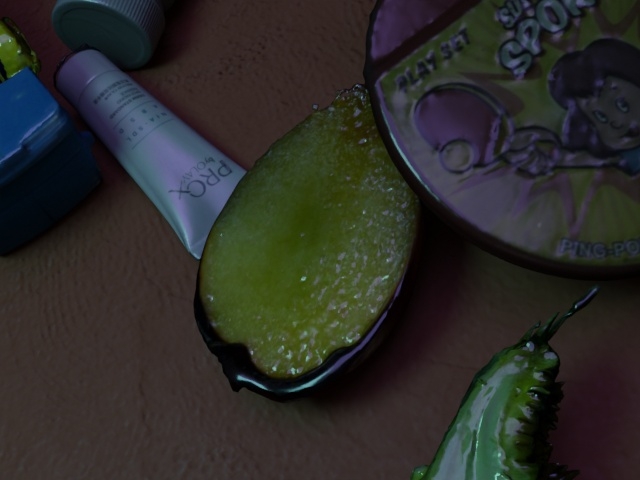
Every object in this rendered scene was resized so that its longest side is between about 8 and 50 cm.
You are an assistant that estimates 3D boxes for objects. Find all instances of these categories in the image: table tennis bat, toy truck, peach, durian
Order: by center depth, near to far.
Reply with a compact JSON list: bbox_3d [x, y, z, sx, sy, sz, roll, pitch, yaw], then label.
[{"bbox_3d":[0.108,0.199,0.606,0.132,0.107,0.375,10,64,21],"label":"durian"},{"bbox_3d":[0.140,-0.154,0.707,0.268,0.051,0.415,-38,77,-8],"label":"table tennis bat"},{"bbox_3d":[0.001,0.003,0.771,0.189,0.068,0.279,10,65,27],"label":"peach"},{"bbox_3d":[-0.354,-0.158,0.892,0.161,0.162,0.385,-39,61,-11],"label":"toy truck"}]

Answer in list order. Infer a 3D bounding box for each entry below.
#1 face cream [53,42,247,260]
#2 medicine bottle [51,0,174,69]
[{"bbox_3d":[-0.151,-0.085,0.867,0.092,0.058,0.243,-40,66,-16],"label":"face cream"},{"bbox_3d":[-0.188,-0.263,0.948,0.105,0.105,0.168,6,62,17],"label":"medicine bottle"}]
